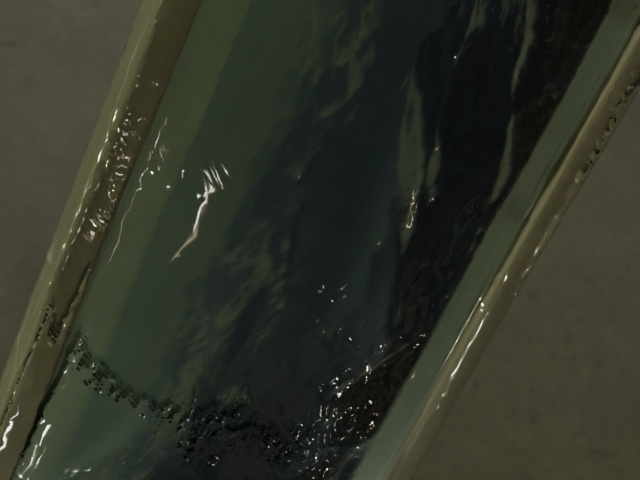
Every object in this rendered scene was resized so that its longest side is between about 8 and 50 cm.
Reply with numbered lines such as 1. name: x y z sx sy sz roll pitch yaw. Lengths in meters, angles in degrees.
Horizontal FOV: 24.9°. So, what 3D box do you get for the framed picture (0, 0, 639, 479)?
1. framed picture: 0.000 0.000 0.651 0.335 0.247 0.022 -64 38 27
